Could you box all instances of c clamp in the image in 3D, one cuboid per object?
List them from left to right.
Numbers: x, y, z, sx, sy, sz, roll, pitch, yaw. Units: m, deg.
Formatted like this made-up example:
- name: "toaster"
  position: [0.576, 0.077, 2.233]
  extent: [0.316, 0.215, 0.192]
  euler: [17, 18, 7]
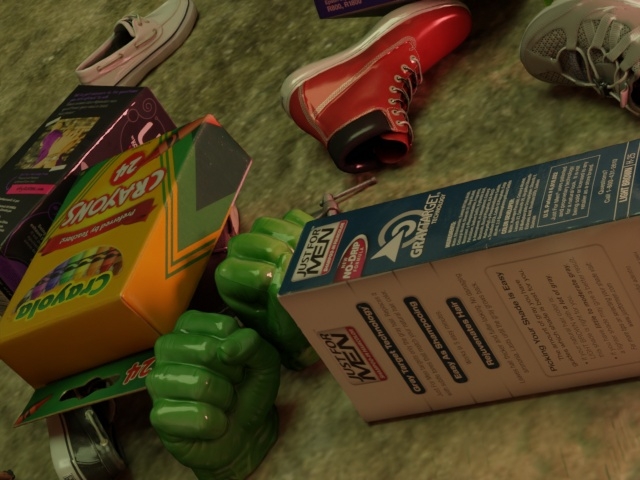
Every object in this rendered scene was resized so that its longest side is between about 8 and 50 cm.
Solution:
- name: "c clamp"
  position: [0.000, 0.000, 1.673]
  extent: [0.137, 0.022, 0.161]
  euler: [-25, 32, 14]

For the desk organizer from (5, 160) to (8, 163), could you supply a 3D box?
- name: "desk organizer"
  position: [-0.354, -0.111, 2.115]
  extent: [0.130, 0.050, 0.047]
  euler: [-32, 32, 3]

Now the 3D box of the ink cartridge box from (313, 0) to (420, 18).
- name: "ink cartridge box"
  position: [0.111, -0.301, 1.849]
  extent: [0.223, 0.045, 0.224]
  euler: [-10, 2, 34]

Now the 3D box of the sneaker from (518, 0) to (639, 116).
- name: "sneaker"
  position: [0.304, -0.180, 1.562]
  extent: [0.281, 0.105, 0.115]
  euler: [5, 48, 45]

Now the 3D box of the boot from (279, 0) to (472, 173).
- name: "boot"
  position: [0.097, -0.169, 1.773]
  extent: [0.244, 0.088, 0.176]
  euler: [-32, 45, -10]

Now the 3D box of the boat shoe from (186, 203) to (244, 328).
- name: "boat shoe"
  position: [-0.134, 0.008, 1.716]
  extent: [0.103, 0.092, 0.285]
  euler: [-27, 32, 11]

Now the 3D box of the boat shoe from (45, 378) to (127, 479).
- name: "boat shoe"
  position: [-0.240, 0.172, 1.614]
  extent: [0.070, 0.078, 0.219]
  euler: [-32, 40, 5]

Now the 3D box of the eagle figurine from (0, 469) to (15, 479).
- name: "eagle figurine"
  position: [-0.412, 0.267, 1.575]
  extent: [0.226, 0.225, 0.298]
  euler: [-6, -22, -34]

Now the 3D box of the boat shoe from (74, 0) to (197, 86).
- name: "boat shoe"
  position: [-0.259, -0.284, 2.240]
  extent: [0.083, 0.076, 0.226]
  euler: [2, 46, 43]

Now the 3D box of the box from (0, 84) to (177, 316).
- name: "box"
  position: [-0.280, -0.035, 1.837]
  extent: [0.143, 0.165, 0.270]
  euler: [7, 50, 47]

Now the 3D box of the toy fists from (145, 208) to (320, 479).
- name: "toy fists"
  position: [-0.063, 0.093, 1.491]
  extent: [0.096, 0.142, 0.279]
  euler: [3, 47, 44]

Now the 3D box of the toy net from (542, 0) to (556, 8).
- name: "toy net"
  position: [0.242, -0.341, 1.780]
  extent: [0.045, 0.122, 0.232]
  euler: [-24, 49, 3]

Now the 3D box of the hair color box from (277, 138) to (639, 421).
- name: "hair color box"
  position: [0.158, 0.039, 1.334]
  extent: [0.347, 0.174, 0.105]
  euler: [-14, 36, 29]

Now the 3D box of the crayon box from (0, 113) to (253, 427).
- name: "crayon box"
  position: [-0.207, 0.028, 1.592]
  extent: [0.202, 0.081, 0.318]
  euler: [-20, 35, 35]
